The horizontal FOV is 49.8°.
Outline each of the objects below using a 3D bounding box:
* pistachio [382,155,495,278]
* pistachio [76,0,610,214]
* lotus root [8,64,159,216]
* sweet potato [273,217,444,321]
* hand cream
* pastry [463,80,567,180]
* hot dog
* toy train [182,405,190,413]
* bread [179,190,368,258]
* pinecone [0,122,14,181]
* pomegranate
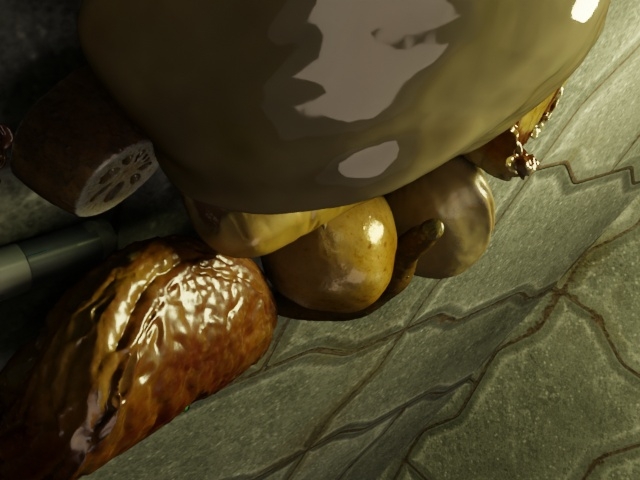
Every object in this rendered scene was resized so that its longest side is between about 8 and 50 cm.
[{"bbox_3d":[0.177,-0.042,1.050,0.162,0.182,0.293,-57,161,-27],"label":"pistachio"},{"bbox_3d":[0.028,-0.161,0.549,0.446,0.281,0.365,-6,167,-41],"label":"pistachio"},{"bbox_3d":[-0.195,-0.074,0.575,0.112,0.081,0.122,-43,176,-13],"label":"lotus root"},{"bbox_3d":[0.062,0.063,1.030,0.346,0.079,0.108,-30,147,35],"label":"sweet potato"},{"bbox_3d":[-0.316,0.038,0.648,0.255,0.048,0.079,-25,163,-34],"label":"hand cream"},{"bbox_3d":[0.240,-0.227,0.878,0.236,0.170,0.256,-49,152,-36],"label":"pastry"},{"bbox_3d":[-0.197,0.118,0.758,0.267,0.174,0.387,-38,173,25],"label":"hot dog"},{"bbox_3d":[-0.261,0.238,1.006,0.148,0.071,0.038,-6,137,-50],"label":"toy train"},{"bbox_3d":[-0.010,-0.081,0.784,0.305,0.142,0.091,-26,168,-29],"label":"bread"},{"bbox_3d":[-0.268,-0.064,0.489,0.102,0.109,0.102,-30,150,-19],"label":"pinecone"},{"bbox_3d":[0.000,0.000,0.895,0.196,0.196,0.196,-32,152,-19],"label":"pomegranate"}]
